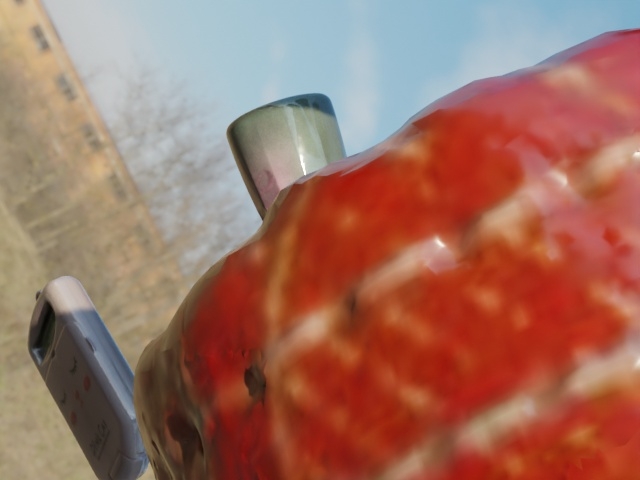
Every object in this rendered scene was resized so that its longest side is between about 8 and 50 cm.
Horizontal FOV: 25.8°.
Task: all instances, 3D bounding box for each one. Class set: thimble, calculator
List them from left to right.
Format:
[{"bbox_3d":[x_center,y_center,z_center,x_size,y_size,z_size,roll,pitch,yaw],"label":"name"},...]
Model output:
[{"bbox_3d":[-0.178,0.107,1.071,0.175,0.032,0.100,55,-39,24],"label":"calculator"},{"bbox_3d":[0.115,0.084,0.554,0.350,0.350,0.230,86,-16,-65],"label":"thimble"}]

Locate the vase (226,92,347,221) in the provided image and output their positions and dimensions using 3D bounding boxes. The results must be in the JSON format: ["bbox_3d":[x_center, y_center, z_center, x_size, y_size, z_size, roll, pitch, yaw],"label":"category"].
[{"bbox_3d":[0.000,0.000,1.068,0.086,0.086,0.214,129,-57,-79],"label":"vase"}]
